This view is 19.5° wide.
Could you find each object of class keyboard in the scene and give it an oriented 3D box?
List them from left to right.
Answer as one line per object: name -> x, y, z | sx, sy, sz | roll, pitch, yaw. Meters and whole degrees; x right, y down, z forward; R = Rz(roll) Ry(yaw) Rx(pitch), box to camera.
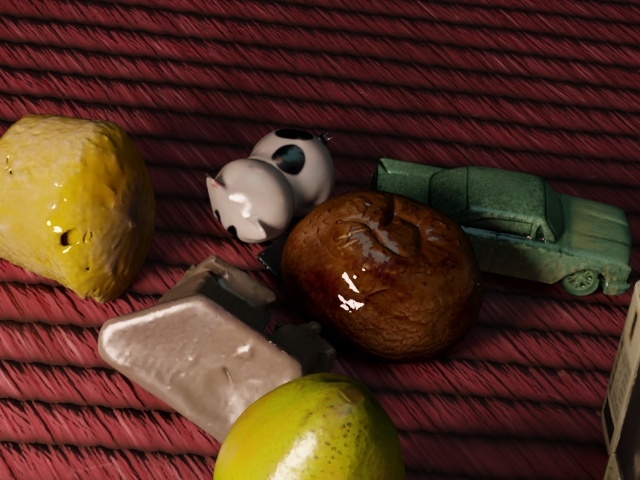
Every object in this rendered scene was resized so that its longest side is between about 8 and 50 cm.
keyboard -> 0.000, 0.000, 2.166 | 0.060, 0.018, 0.195 | 45, 42, 8

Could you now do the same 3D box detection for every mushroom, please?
mushroom -> 0.074, 0.033, 2.056 | 0.231, 0.138, 0.194 | 7, 37, -9

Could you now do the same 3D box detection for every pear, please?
pear -> -0.006, 0.213, 1.721 | 0.187, 0.220, 0.187 | 12, 33, -8

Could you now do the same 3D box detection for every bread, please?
bread -> -0.272, -0.039, 2.014 | 0.170, 0.197, 0.197 | 12, 33, 22

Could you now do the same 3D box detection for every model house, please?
model house -> -0.094, 0.105, 1.929 | 0.229, 0.122, 0.188 | 32, 24, 1

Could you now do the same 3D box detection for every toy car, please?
toy car -> 0.216, -0.021, 2.210 | 0.320, 0.097, 0.141 | 11, 37, -3

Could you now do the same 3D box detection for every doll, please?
doll -> -0.059, -0.062, 2.171 | 0.110, 0.107, 0.180 | 41, 45, 9

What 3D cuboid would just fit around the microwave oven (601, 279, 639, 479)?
microwave oven -> 0.457, 0.241, 1.780 | 0.333, 0.247, 0.394 | 4, 43, -10
